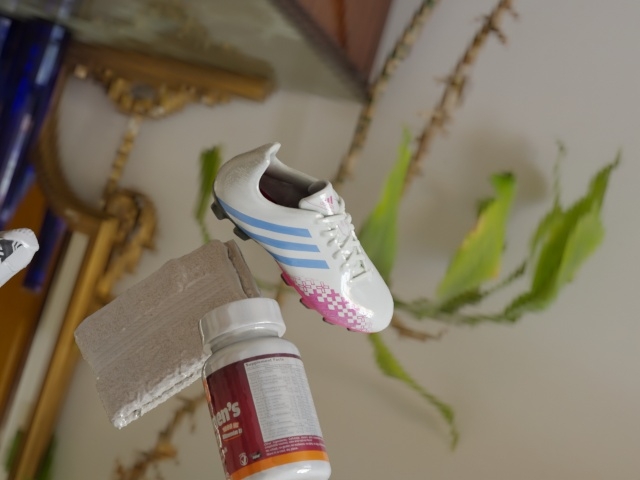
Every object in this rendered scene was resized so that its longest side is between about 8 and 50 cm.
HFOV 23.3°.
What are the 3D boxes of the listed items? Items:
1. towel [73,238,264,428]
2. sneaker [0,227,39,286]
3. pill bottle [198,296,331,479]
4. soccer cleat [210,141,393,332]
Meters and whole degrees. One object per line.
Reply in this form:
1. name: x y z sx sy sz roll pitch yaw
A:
1. towel: -0.211 0.126 2.217 0.049 0.282 0.187 51 -173 -51
2. sneaker: -0.506 0.138 2.105 0.137 0.366 0.210 -5 114 49
3. pill bottle: -0.071 0.187 1.815 0.121 0.221 0.121 -14 159 -5
4. soccer cleat: 0.000 0.000 2.112 0.331 0.116 0.143 41 130 -18
